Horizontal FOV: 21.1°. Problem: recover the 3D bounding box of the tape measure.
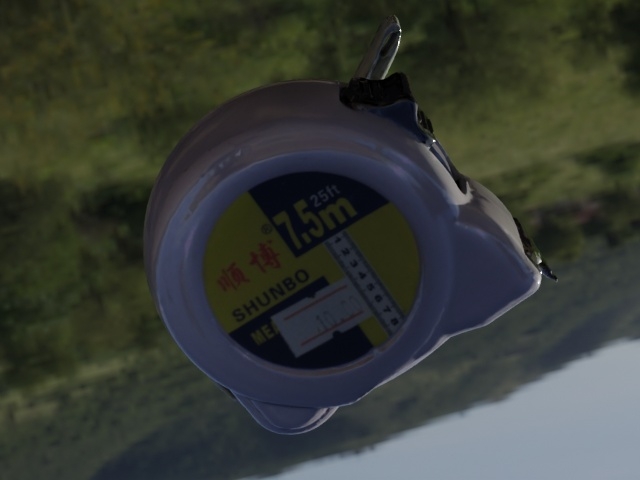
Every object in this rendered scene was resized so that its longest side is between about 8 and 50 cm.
[{"bbox_3d":[0.000,-0.004,0.919,0.196,0.178,0.105,-28,-159,10],"label":"tape measure"}]
